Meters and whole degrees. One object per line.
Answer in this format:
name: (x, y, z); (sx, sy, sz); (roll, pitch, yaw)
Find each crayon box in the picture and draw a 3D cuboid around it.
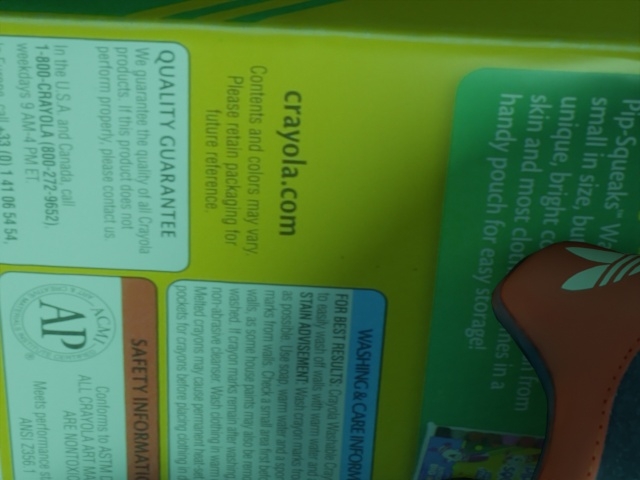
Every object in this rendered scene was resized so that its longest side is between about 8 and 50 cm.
crayon box: (0.000, 0.000, 0.577); (0.323, 0.083, 0.203); (3, 130, 0)

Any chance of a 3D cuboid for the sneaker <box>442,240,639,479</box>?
sneaker: (0.052, 0.158, 0.545); (0.148, 0.131, 0.350); (30, 111, 23)
